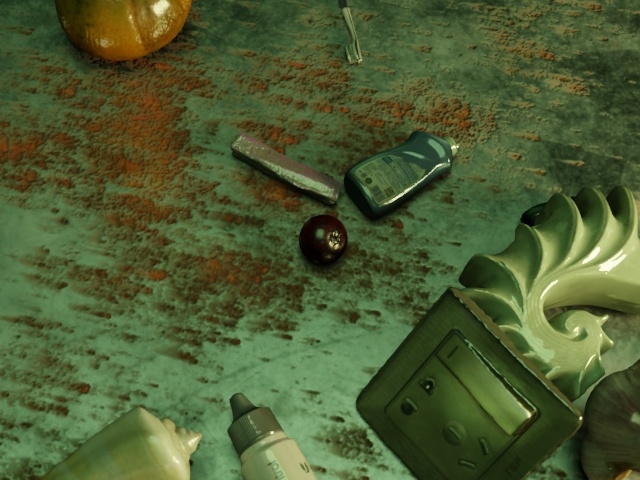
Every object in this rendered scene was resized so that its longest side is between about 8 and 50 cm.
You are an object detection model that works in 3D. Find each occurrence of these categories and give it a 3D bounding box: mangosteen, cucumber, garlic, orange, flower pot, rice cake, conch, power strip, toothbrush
[{"bbox_3d":[0.002,0.000,1.550,0.081,0.081,0.081,1,62,-2],"label":"mangosteen"},{"bbox_3d":[0.380,-0.043,1.603,0.105,0.048,0.048,-11,64,-9],"label":"cucumber"},{"bbox_3d":[0.483,0.296,1.349,0.207,0.207,0.257,-16,48,-11],"label":"garlic"},{"bbox_3d":[-0.342,-0.427,1.698,0.240,0.171,0.240,1,64,-2],"label":"orange"},{"bbox_3d":[0.380,0.072,1.479,0.367,0.164,0.254,-37,75,-19],"label":"flower pot"},{"bbox_3d":[-0.057,-0.119,1.628,0.206,0.036,0.047,29,75,12],"label":"rice cake"},{"bbox_3d":[-0.280,0.318,1.355,0.255,0.127,0.158,-17,106,8],"label":"conch"},{"bbox_3d":[0.209,0.233,1.383,0.257,0.251,0.092,47,34,19],"label":"power strip"},{"bbox_3d":[0.041,-0.443,1.811,0.026,0.024,0.288,-13,64,6],"label":"toothbrush"}]

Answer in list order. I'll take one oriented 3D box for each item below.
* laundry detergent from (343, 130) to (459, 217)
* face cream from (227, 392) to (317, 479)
[{"bbox_3d":[0.144,-0.121,1.625,0.206,0.061,0.096,-30,66,-17],"label":"laundry detergent"},{"bbox_3d":[-0.047,0.346,1.356,0.092,0.092,0.311,-25,65,-15],"label":"face cream"}]
